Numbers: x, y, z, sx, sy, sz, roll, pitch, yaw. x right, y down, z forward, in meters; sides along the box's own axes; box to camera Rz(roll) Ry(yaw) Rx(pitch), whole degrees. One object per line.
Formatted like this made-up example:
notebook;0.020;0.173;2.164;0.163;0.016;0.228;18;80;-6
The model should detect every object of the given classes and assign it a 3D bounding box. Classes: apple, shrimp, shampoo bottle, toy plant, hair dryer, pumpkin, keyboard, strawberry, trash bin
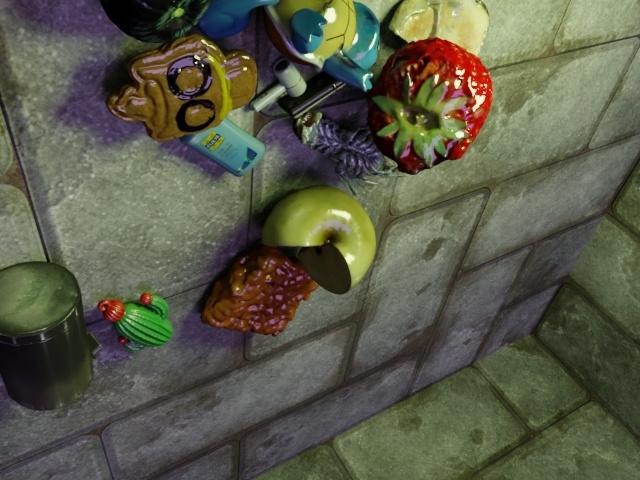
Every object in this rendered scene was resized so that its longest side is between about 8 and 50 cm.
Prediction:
apple;0.006;-0.020;1.550;0.295;0.257;0.234;35;83;-15
shrimp;0.081;-0.233;1.492;0.410;0.166;0.222;19;95;-35
shampoo bottle;-0.233;-0.227;1.282;0.104;0.061;0.258;-44;145;12
toy plant;-0.468;0.204;1.533;0.154;0.088;0.240;-24;139;-17
hair dryer;-0.105;-0.333;1.300;0.137;0.047;0.082;-35;145;7
pumpkin;-0.264;-0.418;0.959;0.202;0.140;0.202;-35;176;-3
keyboard;0.014;-0.354;1.334;0.230;0.094;0.025;-35;134;-5
strawberry;0.247;-0.319;1.349;0.291;0.310;0.292;2;118;4
trash bin;-0.625;0.220;1.310;0.252;0.203;0.302;-29;147;-35

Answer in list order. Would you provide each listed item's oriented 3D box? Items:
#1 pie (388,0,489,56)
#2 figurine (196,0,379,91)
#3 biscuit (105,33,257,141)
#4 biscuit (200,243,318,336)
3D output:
pie;0.279;-0.475;1.457;0.337;0.075;0.338;-24;141;-21
figurine;-0.016;-0.422;1.128;0.416;0.298;0.243;-2;165;-38
biscuit;-0.254;-0.281;1.107;0.290;0.041;0.209;-20;144;-17
biscuit;-0.167;0.153;1.730;0.318;0.110;0.312;-50;142;16
